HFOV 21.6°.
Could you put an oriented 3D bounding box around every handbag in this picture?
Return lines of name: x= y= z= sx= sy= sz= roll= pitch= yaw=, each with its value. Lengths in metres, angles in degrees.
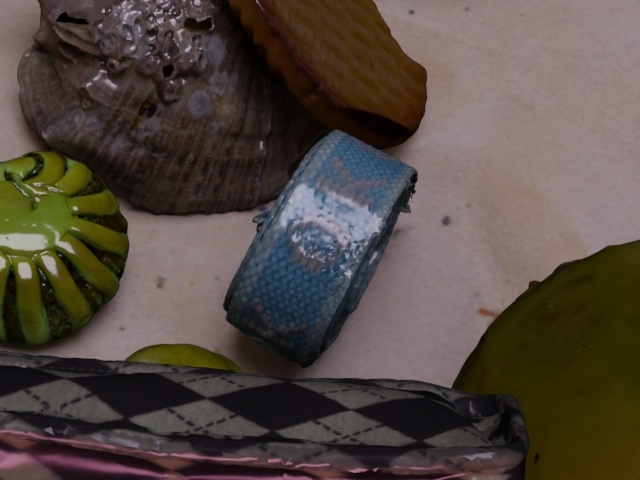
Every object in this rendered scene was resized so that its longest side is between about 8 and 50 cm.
handbag: x=-0.083 y=0.262 z=0.728 sx=0.317 sy=0.180 sz=0.416 roll=4 pitch=93 yaw=1

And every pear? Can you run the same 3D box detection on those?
pear: x=-0.086 y=0.104 z=0.988 sx=0.092 sy=0.092 sz=0.097 roll=32 pitch=54 yaw=9

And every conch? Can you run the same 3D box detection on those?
conch: x=-0.102 y=-0.113 z=1.126 sx=0.245 sy=0.163 sz=0.178 roll=34 pitch=86 yaw=-10

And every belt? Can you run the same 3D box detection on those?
belt: x=-0.002 y=0.001 z=1.043 sx=0.082 sy=0.163 sz=0.147 roll=30 pitch=81 yaw=6

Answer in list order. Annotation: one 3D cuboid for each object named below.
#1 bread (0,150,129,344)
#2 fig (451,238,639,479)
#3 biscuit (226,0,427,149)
bread: x=-0.188 y=0.001 z=1.045 sx=0.139 sy=0.071 sz=0.130 roll=5 pitch=59 yaw=-10
fig: x=0.211 y=0.149 z=0.896 sx=0.343 sy=0.343 sz=0.343 roll=7 pitch=55 yaw=-9
biscuit: x=-0.004 y=-0.144 z=1.123 sx=0.228 sy=0.031 sz=0.176 roll=47 pitch=28 yaw=-27
